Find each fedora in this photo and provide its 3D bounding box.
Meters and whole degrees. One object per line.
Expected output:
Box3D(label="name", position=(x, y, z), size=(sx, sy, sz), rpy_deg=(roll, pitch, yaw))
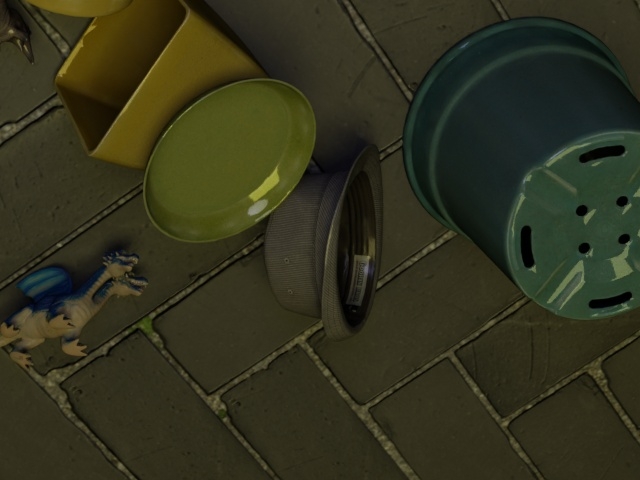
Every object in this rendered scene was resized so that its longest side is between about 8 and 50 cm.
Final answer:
Box3D(label="fedora", position=(0.000, 0.000, 1.745), size=(0.124, 0.243, 0.275), rpy_deg=(7, 127, 17))

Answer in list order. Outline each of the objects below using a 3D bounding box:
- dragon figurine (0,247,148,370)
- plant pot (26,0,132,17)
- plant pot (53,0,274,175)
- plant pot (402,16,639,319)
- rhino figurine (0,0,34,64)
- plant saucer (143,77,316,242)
Box3D(label="dragon figurine", position=(-0.373, 0.096, 1.764), size=(0.289, 0.144, 0.085), rpy_deg=(-15, 120, 18))
Box3D(label="plant pot", position=(-0.269, -0.399, 1.476), size=(0.254, 0.254, 0.239), rpy_deg=(8, 129, -15))
Box3D(label="plant pot", position=(-0.180, -0.198, 1.608), size=(0.187, 0.212, 0.212), rpy_deg=(27, 108, -37))
Box3D(label="plant pot", position=(0.312, -0.083, 1.678), size=(0.341, 0.334, 0.341), rpy_deg=(-5, 115, -10))
Box3D(label="rhino figurine", position=(-0.411, -0.314, 1.549), size=(0.073, 0.106, 0.243), rpy_deg=(-24, 117, 6))
Box3D(label="plant saucer", position=(-0.116, -0.103, 1.573), size=(0.241, 0.037, 0.241), rpy_deg=(-24, 140, -22))
